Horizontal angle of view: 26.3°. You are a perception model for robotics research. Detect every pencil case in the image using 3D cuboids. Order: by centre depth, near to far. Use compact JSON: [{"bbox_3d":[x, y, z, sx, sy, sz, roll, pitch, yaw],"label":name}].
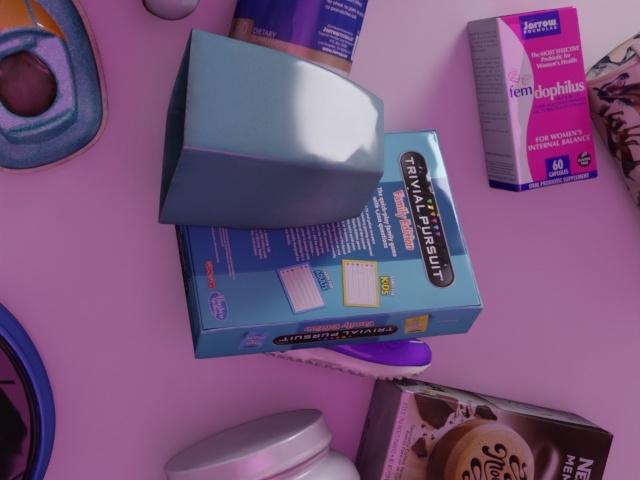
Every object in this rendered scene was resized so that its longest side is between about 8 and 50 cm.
[{"bbox_3d":[0.477,-0.086,1.766,0.160,0.183,0.410,-31,102,-11],"label":"pencil case"}]

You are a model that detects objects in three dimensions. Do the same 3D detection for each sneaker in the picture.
[{"bbox_3d":[0.014,0.085,1.714,0.294,0.102,0.146,13,89,-17],"label":"sneaker"}]

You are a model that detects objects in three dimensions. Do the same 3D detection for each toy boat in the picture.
[{"bbox_3d":[-0.292,-0.237,1.572,0.318,0.148,0.267,-26,102,-9],"label":"toy boat"}]

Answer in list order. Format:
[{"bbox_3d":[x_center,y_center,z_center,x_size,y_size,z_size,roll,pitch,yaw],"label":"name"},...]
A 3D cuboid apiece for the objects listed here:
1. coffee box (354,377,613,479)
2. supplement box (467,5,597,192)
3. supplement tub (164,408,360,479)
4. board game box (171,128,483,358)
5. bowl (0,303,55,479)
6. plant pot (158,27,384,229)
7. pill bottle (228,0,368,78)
[{"bbox_3d":[0.207,0.289,1.777,0.297,0.119,0.168,13,93,-15],"label":"coffee box"},{"bbox_3d":[0.268,-0.180,1.739,0.111,0.114,0.220,-11,98,-12],"label":"supplement box"},{"bbox_3d":[-0.041,0.395,1.657,0.241,0.241,0.331,-19,95,-11],"label":"supplement tub"},{"bbox_3d":[0.000,0.000,1.644,0.336,0.079,0.253,-4,62,-14],"label":"board game box"},{"bbox_3d":[-0.510,0.224,1.613,0.391,0.077,0.391,-2,98,-14],"label":"bowl"},{"bbox_3d":[-0.052,-0.112,1.563,0.234,0.165,0.165,8,59,-13],"label":"plant pot"},{"bbox_3d":[-0.011,-0.326,1.629,0.153,0.153,0.264,13,93,-15],"label":"pill bottle"}]
